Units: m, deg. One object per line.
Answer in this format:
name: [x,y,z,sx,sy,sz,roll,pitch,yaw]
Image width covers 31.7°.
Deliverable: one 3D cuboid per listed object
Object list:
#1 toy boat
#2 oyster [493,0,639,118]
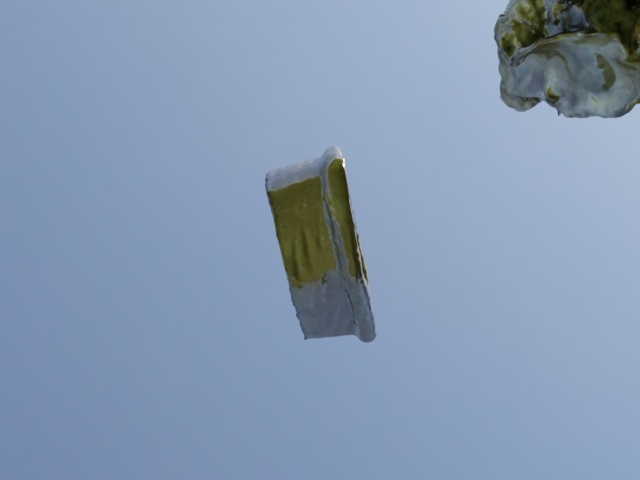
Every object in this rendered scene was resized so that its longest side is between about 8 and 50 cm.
toy boat: [0.000,0.000,0.854,0.061,0.188,0.116,-10,-120,2]
oyster: [0.201,-0.122,0.588,0.161,0.233,0.107,-61,-39,-49]
